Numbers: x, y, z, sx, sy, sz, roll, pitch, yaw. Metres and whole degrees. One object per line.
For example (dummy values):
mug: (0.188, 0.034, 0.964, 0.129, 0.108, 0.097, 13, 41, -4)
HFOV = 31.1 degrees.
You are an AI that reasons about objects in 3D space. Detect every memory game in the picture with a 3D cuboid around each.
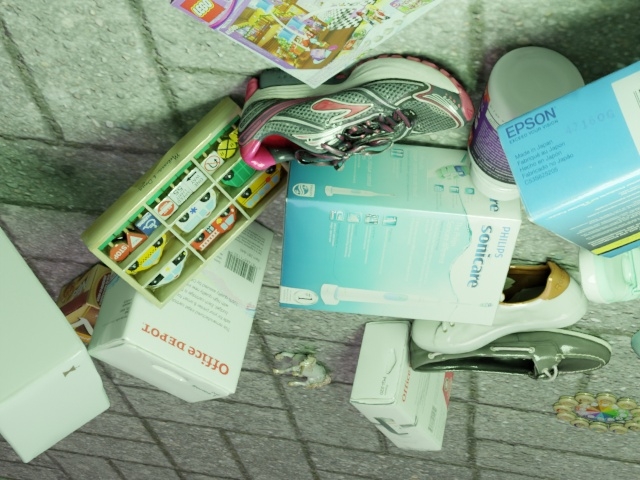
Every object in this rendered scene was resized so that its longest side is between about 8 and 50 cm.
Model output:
memory game: (0.528, 0.325, 2.159, 0.186, 0.012, 0.186, 10, 153, 5)

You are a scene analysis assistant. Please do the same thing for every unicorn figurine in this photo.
unicorn figurine: (-0.035, 0.246, 2.210, 0.111, 0.060, 0.162, -9, 162, 34)

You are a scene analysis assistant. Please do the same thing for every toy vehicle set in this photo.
toy vehicle set: (-0.170, -0.047, 1.533, 0.035, 0.267, 0.166, 45, 179, 42)

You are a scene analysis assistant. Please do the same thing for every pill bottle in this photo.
pill bottle: (0.230, -0.127, 1.337, 0.108, 0.108, 0.193, 12, 152, 1)

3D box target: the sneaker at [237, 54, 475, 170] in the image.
sneaker: (0.041, -0.140, 1.388, 0.299, 0.112, 0.121, -4, 148, 27)

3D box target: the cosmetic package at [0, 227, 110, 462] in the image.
cosmetic package: (-0.511, 0.081, 1.709, 0.453, 0.161, 0.230, 49, 162, 23)

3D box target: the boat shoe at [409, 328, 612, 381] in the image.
boat shoe: (0.312, 0.197, 1.920, 0.335, 0.096, 0.112, 7, 152, 10)

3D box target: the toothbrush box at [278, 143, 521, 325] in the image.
toothbrush box: (0.099, -0.010, 1.511, 0.295, 0.126, 0.216, 5, 138, 1)

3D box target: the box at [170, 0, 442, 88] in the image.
box: (0.001, -0.281, 1.200, 0.200, 0.057, 0.293, 27, 149, -27)

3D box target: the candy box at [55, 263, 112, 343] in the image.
candy box: (-0.317, 0.162, 2.127, 0.316, 0.088, 0.183, 27, 149, -25)

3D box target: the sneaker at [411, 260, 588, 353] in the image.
sneaker: (0.250, 0.087, 1.752, 0.290, 0.106, 0.123, -18, 134, 30)

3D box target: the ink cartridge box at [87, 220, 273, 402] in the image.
ink cartridge box: (-0.204, 0.076, 1.713, 0.201, 0.278, 0.117, 31, 147, -31)

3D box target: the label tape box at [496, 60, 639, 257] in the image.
label tape box: (0.367, -0.091, 1.238, 0.249, 0.115, 0.347, -25, 164, 22)

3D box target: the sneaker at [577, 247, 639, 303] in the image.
sneaker: (0.441, 0.026, 1.482, 0.151, 0.094, 0.255, -10, 176, 40)

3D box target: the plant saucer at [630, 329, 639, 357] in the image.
plant saucer: (0.597, 0.187, 1.847, 0.194, 0.038, 0.195, 10, 153, 5)

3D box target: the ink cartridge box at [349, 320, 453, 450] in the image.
ink cartridge box: (0.147, 0.259, 2.037, 0.092, 0.159, 0.218, -2, 148, 28)
